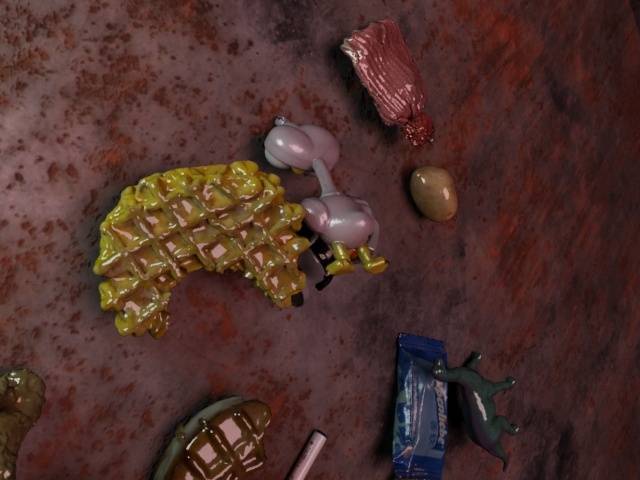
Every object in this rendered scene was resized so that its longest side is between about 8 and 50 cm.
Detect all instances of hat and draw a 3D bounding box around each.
[{"bbox_3d":[0.158,-0.327,1.265,0.237,0.107,0.286,-38,104,-43],"label":"hat"}]

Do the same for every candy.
[{"bbox_3d":[0.238,0.386,1.384,0.187,0.077,0.331,21,67,-39],"label":"candy"}]

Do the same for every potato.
[{"bbox_3d":[0.267,-0.111,1.375,0.112,0.112,0.147,-41,120,-31],"label":"potato"}]

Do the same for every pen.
[{"bbox_3d":[-0.064,0.504,1.175,0.033,0.033,0.269,48,64,-31],"label":"pen"}]

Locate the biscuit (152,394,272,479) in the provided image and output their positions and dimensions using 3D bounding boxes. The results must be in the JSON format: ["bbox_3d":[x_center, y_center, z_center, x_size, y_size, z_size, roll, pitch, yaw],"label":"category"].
[{"bbox_3d":[-0.158,0.469,1.025,0.268,0.115,0.366,-31,105,-30],"label":"biscuit"}]

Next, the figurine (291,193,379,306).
[{"bbox_3d":[0.000,0.000,1.138,0.236,0.133,0.176,-38,113,-28],"label":"figurine"}]

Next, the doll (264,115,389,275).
[{"bbox_3d":[0.002,-0.099,1.041,0.160,0.365,0.094,0,137,-39],"label":"doll"}]

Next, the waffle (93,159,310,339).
[{"bbox_3d":[-0.184,0.015,0.923,0.324,0.151,0.261,-13,100,-19],"label":"waffle"}]

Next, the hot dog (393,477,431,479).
[{"bbox_3d":[0.149,0.623,1.337,0.289,0.083,0.068,-41,98,-31],"label":"hot dog"}]

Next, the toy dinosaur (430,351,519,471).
[{"bbox_3d":[0.368,0.438,1.433,0.331,0.129,0.383,-9,90,-54],"label":"toy dinosaur"}]

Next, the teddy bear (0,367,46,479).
[{"bbox_3d":[-0.497,0.251,0.716,0.256,0.156,0.267,40,68,-32],"label":"teddy bear"}]
